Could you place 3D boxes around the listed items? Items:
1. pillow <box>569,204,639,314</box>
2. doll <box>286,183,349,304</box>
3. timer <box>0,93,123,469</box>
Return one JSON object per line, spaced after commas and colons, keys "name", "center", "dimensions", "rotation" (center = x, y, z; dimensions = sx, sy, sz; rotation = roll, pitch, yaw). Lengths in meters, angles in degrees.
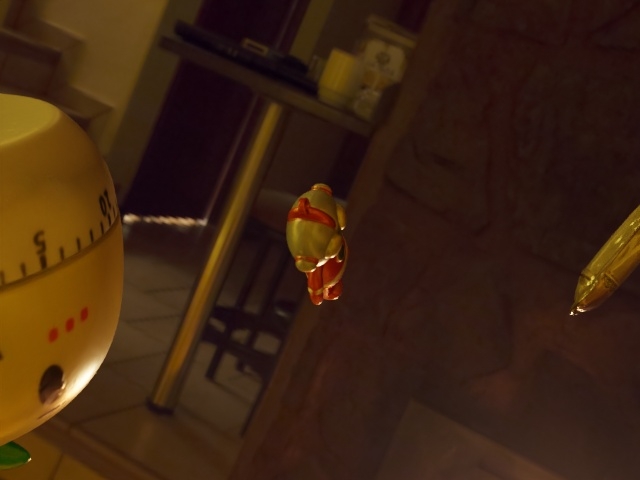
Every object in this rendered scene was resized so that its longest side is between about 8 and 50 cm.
{"name": "pillow", "center": [0.339, -0.010, 1.005], "dimensions": [0.038, 0.233, 0.130], "rotation": [41, 6, 21]}
{"name": "doll", "center": [0.000, 0.000, 1.291], "dimensions": [0.076, 0.142, 0.245], "rotation": [7, -22, 10]}
{"name": "timer", "center": [-0.251, 0.058, 0.607], "dimensions": [0.285, 0.285, 0.285], "rotation": [23, 7, -3]}
